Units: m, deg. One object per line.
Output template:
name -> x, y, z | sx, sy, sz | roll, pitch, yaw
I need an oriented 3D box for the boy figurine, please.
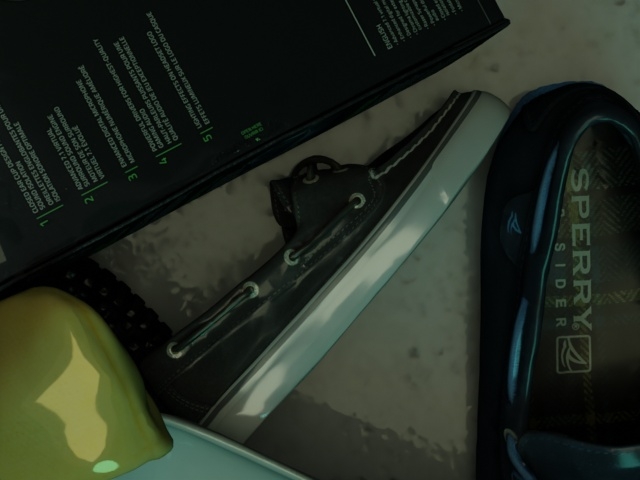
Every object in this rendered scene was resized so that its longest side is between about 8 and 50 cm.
boy figurine -> -0.164, 0.111, 0.739 | 0.285, 0.177, 0.092 | -37, 84, 33

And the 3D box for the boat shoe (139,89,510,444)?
boat shoe -> 0.000, 0.000, 0.822 | 0.076, 0.080, 0.228 | 41, 81, 1

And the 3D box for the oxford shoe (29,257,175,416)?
oxford shoe -> -0.158, 0.049, 0.839 | 0.227, 0.083, 0.096 | 30, 117, -7

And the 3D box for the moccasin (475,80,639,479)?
moccasin -> 0.128, 0.095, 0.820 | 0.137, 0.117, 0.342 | -12, 93, -1

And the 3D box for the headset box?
headset box -> -0.106, -0.129, 0.753 | 0.283, 0.131, 0.246 | -30, 92, -19

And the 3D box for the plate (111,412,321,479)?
plate -> 0.004, 0.229, 0.814 | 0.277, 0.045, 0.278 | 21, 118, 0
